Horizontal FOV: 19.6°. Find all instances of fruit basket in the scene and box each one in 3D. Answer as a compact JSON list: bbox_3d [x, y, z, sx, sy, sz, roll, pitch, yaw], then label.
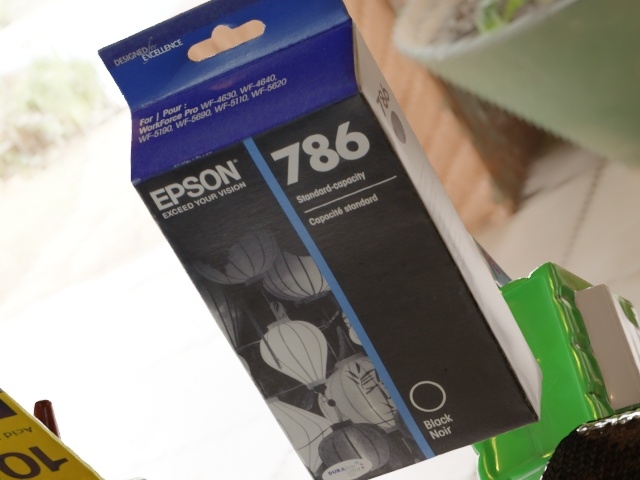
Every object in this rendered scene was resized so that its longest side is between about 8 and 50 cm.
[{"bbox_3d":[0.251,0.186,1.486,0.165,0.353,0.327,-36,37,21],"label":"fruit basket"}]

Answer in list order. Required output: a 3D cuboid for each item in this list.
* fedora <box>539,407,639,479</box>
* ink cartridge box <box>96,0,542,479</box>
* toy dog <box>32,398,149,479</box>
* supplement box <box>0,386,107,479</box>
[{"bbox_3d":[0.205,0.213,1.034,0.152,0.334,0.334,-6,27,28],"label":"fedora"},{"bbox_3d":[0.000,0.000,1.167,0.165,0.333,0.065,-22,24,20],"label":"ink cartridge box"},{"bbox_3d":[-0.278,0.235,1.624,0.333,0.161,0.220,-17,-10,34],"label":"toy dog"},{"bbox_3d":[-0.177,0.239,0.938,0.194,0.195,0.356,-11,26,-35],"label":"supplement box"}]
